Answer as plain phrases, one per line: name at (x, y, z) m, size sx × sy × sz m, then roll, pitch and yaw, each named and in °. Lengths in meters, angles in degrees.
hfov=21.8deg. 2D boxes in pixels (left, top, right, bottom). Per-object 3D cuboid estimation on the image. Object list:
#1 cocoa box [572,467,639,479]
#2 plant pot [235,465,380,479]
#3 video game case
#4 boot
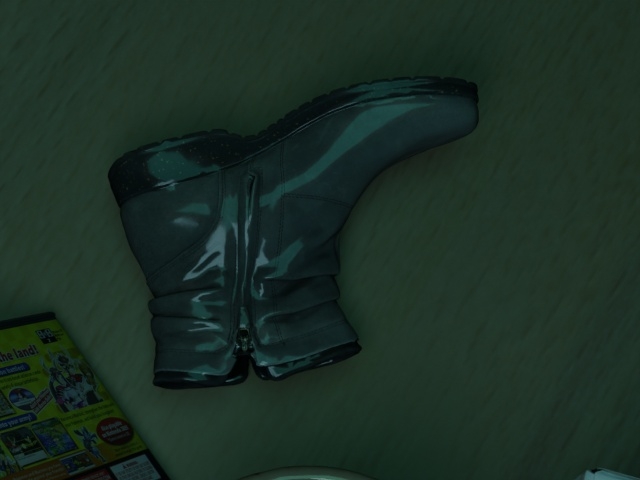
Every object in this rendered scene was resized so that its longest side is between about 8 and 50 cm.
cocoa box at (0.236, 0.330, 1.208) m, size 0.231 × 0.347 × 0.228 m, roll 16°, pitch 71°, yaw -1°
plant pot at (-0.012, 0.316, 1.241) m, size 0.263 × 0.229 × 0.263 m, roll 1°, pitch 71°, yaw -3°
video game case at (-0.217, 0.174, 1.266) m, size 0.035 × 0.275 × 0.248 m, roll -41°, pitch 78°, yaw 20°
boot at (0.000, 0.000, 1.428) m, size 0.338 × 0.118 × 0.222 m, roll -17°, pitch 77°, yaw -1°
